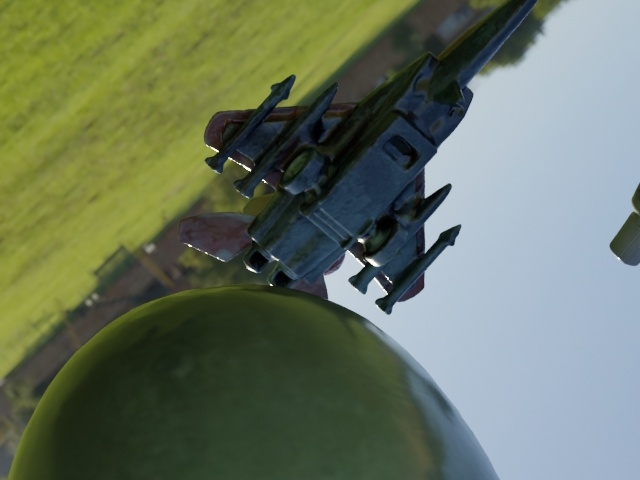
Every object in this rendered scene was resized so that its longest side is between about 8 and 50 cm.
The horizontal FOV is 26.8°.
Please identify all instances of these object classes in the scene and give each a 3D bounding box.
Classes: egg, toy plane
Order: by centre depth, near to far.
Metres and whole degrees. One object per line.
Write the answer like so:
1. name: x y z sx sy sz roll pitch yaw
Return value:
1. egg: -0.027 0.172 0.645 0.258 0.258 0.352 -43 -141 13
2. toy plane: 0.051 -0.071 1.007 0.326 0.223 0.104 -43 -159 20

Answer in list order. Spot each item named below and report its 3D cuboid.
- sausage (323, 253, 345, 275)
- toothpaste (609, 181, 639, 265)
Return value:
1. sausage: 0.000 0.000 1.725 0.059 0.094 0.054 -27 151 17
2. toothpaste: 0.431 -0.084 1.542 0.282 0.099 0.068 -54 175 26
